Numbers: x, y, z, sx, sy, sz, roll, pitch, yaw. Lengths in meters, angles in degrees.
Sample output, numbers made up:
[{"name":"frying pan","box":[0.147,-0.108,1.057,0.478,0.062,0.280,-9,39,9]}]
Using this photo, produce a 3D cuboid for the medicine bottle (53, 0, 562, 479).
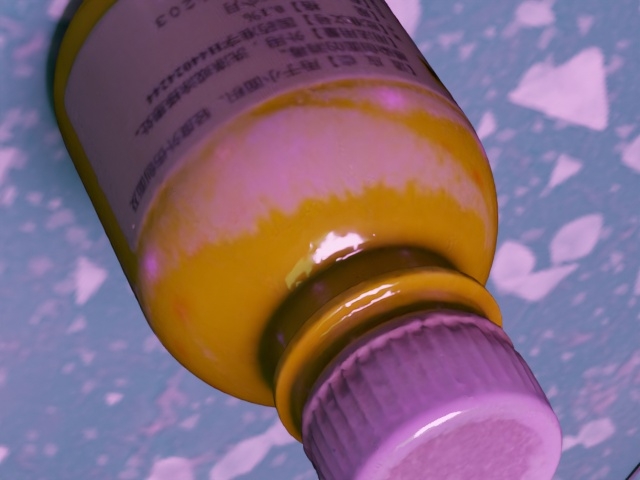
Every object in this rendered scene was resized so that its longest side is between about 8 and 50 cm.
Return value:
[{"name":"medicine bottle","box":[0.000,0.000,0.592,0.121,0.212,0.122,-16,136,-16]}]
